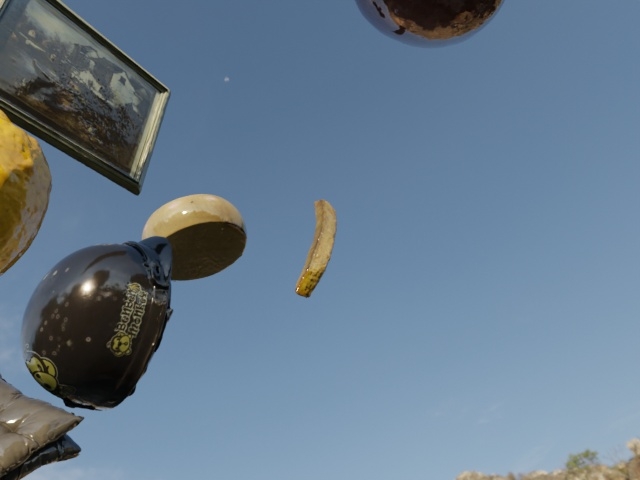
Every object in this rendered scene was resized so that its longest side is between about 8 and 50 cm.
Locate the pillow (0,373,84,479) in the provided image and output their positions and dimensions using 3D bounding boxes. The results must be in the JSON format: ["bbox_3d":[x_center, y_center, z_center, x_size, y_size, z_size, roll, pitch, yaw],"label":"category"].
[{"bbox_3d":[-0.578,0.351,0.767,0.228,0.326,0.101,18,-70,17],"label":"pillow"}]

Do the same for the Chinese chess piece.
[{"bbox_3d":[-0.304,-0.005,1.189,0.250,0.097,0.251,-20,-30,-12],"label":"Chinese chess piece"}]

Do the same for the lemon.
[{"bbox_3d":[-0.259,-0.026,0.345,0.114,0.155,0.114,16,-16,5],"label":"lemon"}]

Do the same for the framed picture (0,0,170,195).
[{"bbox_3d":[-0.365,-0.236,0.751,0.019,0.232,0.296,-12,-31,32],"label":"framed picture"}]

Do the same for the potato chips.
[{"bbox_3d":[0.000,0.000,1.343,0.057,0.407,0.080,38,-57,-20],"label":"potato chips"}]

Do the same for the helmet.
[{"bbox_3d":[-0.343,0.104,0.731,0.160,0.279,0.230,23,-22,-40],"label":"helmet"}]

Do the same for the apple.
[{"bbox_3d":[0.176,-0.423,0.714,0.234,0.306,0.306,24,-55,4],"label":"apple"}]
